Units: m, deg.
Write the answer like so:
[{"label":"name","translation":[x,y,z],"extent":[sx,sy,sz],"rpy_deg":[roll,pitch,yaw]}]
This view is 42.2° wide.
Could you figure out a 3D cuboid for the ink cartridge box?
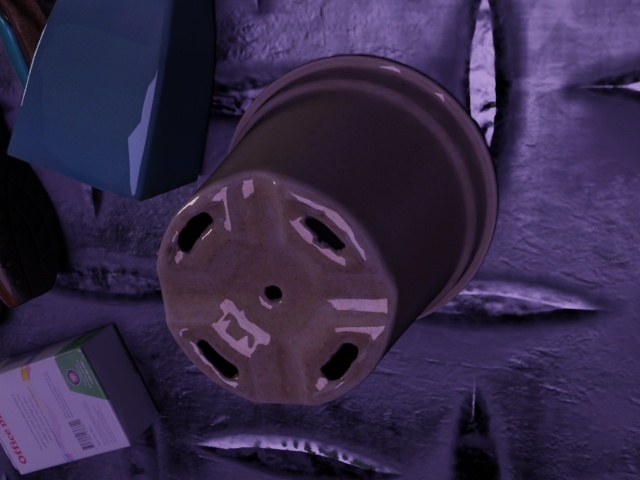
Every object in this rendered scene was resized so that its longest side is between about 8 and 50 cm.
[{"label":"ink cartridge box","translation":[-0.361,0.226,1.171],"extent":[0.212,0.093,0.154],"rpy_deg":[-20,102,22]}]

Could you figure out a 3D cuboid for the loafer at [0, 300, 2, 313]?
[{"label":"loafer","translation":[-0.566,-0.009,1.127],"extent":[0.133,0.130,0.366],"rpy_deg":[-16,104,23]}]

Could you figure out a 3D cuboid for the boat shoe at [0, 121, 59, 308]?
[{"label":"boat shoe","translation":[-0.454,-0.066,1.086],"extent":[0.119,0.122,0.324],"rpy_deg":[-19,95,29]}]

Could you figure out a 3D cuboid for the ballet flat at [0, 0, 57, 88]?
[{"label":"ballet flat","translation":[-0.335,-0.290,0.941],"extent":[0.124,0.116,0.343],"rpy_deg":[-31,131,-13]}]

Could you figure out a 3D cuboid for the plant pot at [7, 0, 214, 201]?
[{"label":"plant pot","translation":[-0.214,-0.190,0.931],"extent":[0.165,0.165,0.234],"rpy_deg":[21,107,10]}]

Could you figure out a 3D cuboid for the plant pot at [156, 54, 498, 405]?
[{"label":"plant pot","translation":[0.000,0.000,0.848],"extent":[0.333,0.305,0.334],"rpy_deg":[6,112,15]}]
